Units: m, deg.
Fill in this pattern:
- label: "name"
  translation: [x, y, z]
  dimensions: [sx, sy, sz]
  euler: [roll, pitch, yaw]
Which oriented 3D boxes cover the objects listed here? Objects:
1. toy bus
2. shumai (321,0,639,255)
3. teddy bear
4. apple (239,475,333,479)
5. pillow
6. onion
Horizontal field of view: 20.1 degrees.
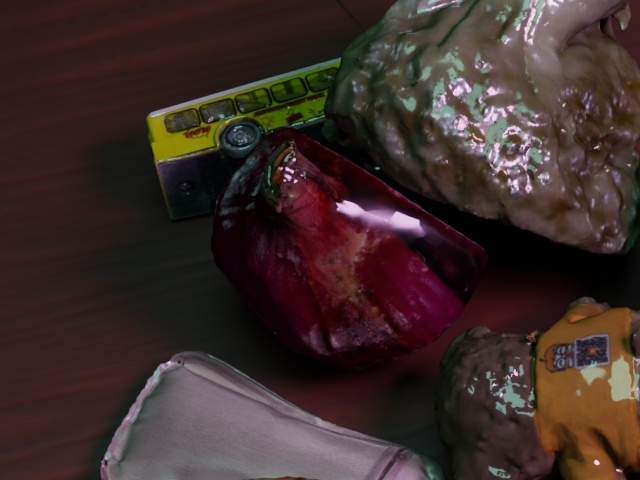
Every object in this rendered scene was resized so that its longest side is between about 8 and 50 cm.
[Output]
- label: "toy bus"
  translation: [-0.018, -0.082, 1.395]
  dimensions: [0.226, 0.081, 0.074]
  euler: [-18, 48, -4]
- label: "shumai"
  translation: [0.145, -0.119, 1.282]
  dimensions: [0.189, 0.256, 0.218]
  euler: [24, 94, 64]
- label: "teddy bear"
  translation: [0.170, 0.109, 1.197]
  dimensions: [0.190, 0.140, 0.177]
  euler: [-10, 55, 9]
- label: "apple"
  translation: [-0.039, 0.310, 0.998]
  dimensions: [0.314, 0.252, 0.309]
  euler: [-4, 43, 28]
- label: "pillow"
  translation: [-0.036, 0.160, 1.231]
  dimensions: [0.233, 0.038, 0.130]
  euler: [21, 60, 21]
- label: "onion"
  translation: [0.000, 0.000, 1.244]
  dimensions: [0.195, 0.218, 0.140]
  euler: [43, 94, 24]
